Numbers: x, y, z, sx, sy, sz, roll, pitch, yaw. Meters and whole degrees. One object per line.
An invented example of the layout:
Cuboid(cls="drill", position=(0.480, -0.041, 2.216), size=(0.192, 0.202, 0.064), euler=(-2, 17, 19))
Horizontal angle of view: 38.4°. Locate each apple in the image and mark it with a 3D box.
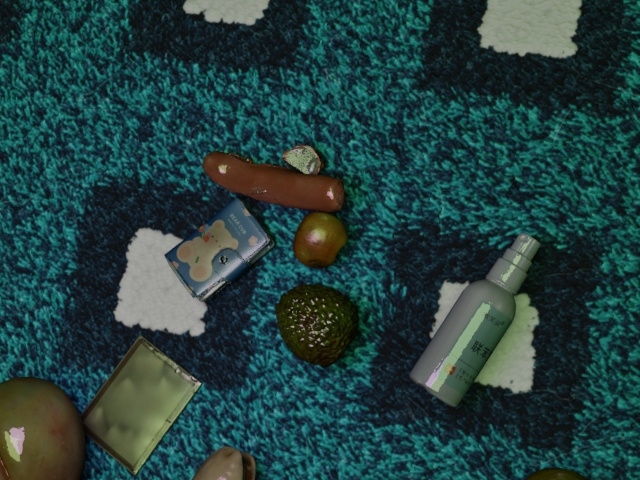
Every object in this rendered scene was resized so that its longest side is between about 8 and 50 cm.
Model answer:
Cuboid(cls="apple", position=(0.000, 0.000, 1.825), size=(0.102, 0.099, 0.114), euler=(24, 82, 10))

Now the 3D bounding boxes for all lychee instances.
Cuboid(cls="lychee", position=(-0.011, 0.155, 1.771), size=(0.171, 0.171, 0.171), euler=(-2, 80, 9))

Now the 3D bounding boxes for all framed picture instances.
Cuboid(cls="framed picture", position=(-0.372, 0.334, 1.871), size=(0.173, 0.010, 0.231), euler=(37, 87, 13))

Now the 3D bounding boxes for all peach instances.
Cuboid(cls="peach", position=(-0.597, 0.415, 1.779), size=(0.292, 0.247, 0.292), euler=(3, 73, -11))

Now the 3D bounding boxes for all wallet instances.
Cuboid(cls="wallet", position=(-0.205, 0.022, 1.875), size=(0.202, 0.059, 0.141), euler=(-39, 70, -1))

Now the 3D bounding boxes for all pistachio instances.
Cuboid(cls="pistachio", position=(-0.206, 0.502, 1.759), size=(0.152, 0.126, 0.223), euler=(29, 84, 49))

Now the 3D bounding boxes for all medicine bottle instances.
Cuboid(cls="medicine bottle", position=(0.306, 0.143, 1.743), size=(0.110, 0.110, 0.352), euler=(33, 87, 13))

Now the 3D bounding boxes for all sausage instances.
Cuboid(cls="sausage", position=(-0.094, -0.115, 1.851), size=(0.326, 0.087, 0.079), euler=(14, 49, 24))

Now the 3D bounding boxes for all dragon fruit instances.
Cuboid(cls="dragon fruit", position=(-0.031, -0.163, 1.880), size=(0.083, 0.056, 0.060), euler=(32, 88, 9))

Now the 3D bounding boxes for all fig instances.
Cuboid(cls="fig", position=(0.451, 0.481, 1.644), size=(0.186, 0.142, 0.148), euler=(-20, 104, 18))
